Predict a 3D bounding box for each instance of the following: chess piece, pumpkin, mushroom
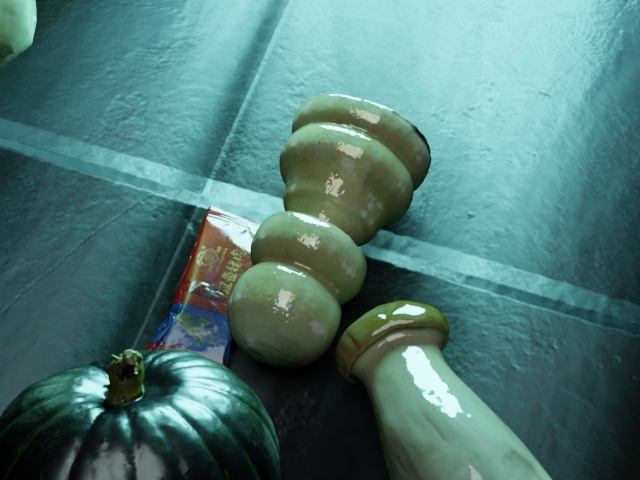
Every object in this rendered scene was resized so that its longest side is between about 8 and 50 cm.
[{"bbox_3d":[0.000,0.000,1.297,0.143,0.142,0.260,18,62,9],"label":"chess piece"},{"bbox_3d":[-0.154,0.182,1.122,0.250,0.216,0.250,3,23,-1],"label":"pumpkin"},{"bbox_3d":[0.123,0.197,1.175,0.128,0.128,0.350,-19,55,-14],"label":"mushroom"}]

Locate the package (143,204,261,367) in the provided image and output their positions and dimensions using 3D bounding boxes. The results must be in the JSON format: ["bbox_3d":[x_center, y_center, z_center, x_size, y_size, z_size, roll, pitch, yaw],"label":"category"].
[{"bbox_3d":[-0.102,0.054,1.316,0.083,0.022,0.200,16,56,8],"label":"package"}]

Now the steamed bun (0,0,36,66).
[{"bbox_3d":[-0.443,-0.263,1.405,0.275,0.206,0.320,-22,59,-33],"label":"steamed bun"}]
